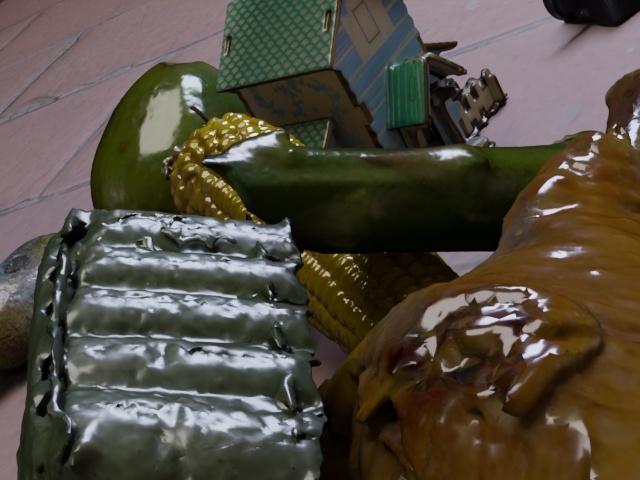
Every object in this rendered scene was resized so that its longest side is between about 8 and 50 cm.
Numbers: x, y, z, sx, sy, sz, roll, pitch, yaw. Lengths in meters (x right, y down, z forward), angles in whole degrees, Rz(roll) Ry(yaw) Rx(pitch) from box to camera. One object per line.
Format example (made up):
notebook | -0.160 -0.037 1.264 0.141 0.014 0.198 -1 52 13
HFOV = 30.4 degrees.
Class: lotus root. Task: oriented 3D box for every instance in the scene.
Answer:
lotus root | -0.291 0.069 1.127 0.113 0.088 0.192 -29 20 48

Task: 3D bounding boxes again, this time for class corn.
corn | 0.000 0.000 0.821 0.106 0.106 0.305 -39 46 -16

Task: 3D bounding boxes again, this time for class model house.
model house | 0.026 -0.130 0.989 0.178 0.206 0.271 -4 36 46

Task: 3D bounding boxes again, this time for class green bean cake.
green bean cake | -0.080 0.131 0.569 0.132 0.255 0.241 5 29 -12

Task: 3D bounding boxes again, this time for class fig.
fig | -0.131 -0.075 1.118 0.181 0.191 0.181 -4 1 0

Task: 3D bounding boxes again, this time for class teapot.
teapot | 0.275 -0.275 1.105 0.177 0.096 0.087 -38 26 -13

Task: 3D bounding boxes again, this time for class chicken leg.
chicken leg | 0.099 0.055 0.606 0.295 0.182 0.409 -39 17 45

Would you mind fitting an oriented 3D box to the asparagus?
asparagus | 0.082 -0.027 0.730 0.343 0.085 0.082 -5 52 -28
